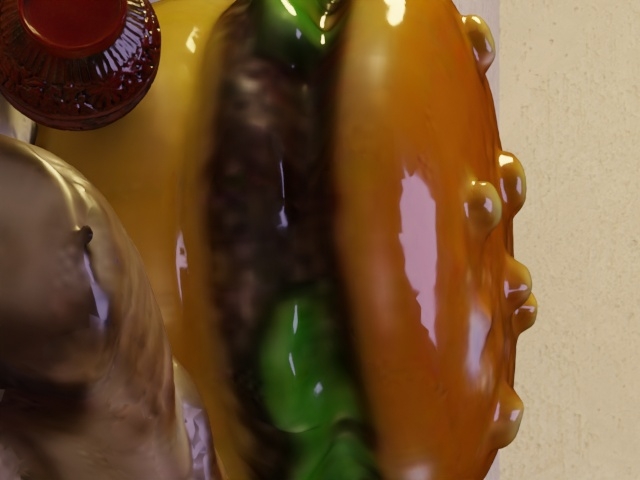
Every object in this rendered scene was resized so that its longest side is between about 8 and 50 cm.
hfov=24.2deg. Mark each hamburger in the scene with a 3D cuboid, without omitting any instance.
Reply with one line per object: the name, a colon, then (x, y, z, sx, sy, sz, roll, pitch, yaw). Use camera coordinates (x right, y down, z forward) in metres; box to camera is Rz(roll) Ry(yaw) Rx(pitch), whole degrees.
hamburger: (0.000, 0.000, 0.998, 0.396, 0.277, 0.396, -5, 90, -77)

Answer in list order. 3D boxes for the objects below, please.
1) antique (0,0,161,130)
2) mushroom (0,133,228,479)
antique: (-0.139, -0.110, 0.840, 0.104, 0.104, 0.104, -4, 90, -76)
mushroom: (-0.137, 0.174, 0.632, 0.397, 0.224, 0.314, 73, 4, -64)
